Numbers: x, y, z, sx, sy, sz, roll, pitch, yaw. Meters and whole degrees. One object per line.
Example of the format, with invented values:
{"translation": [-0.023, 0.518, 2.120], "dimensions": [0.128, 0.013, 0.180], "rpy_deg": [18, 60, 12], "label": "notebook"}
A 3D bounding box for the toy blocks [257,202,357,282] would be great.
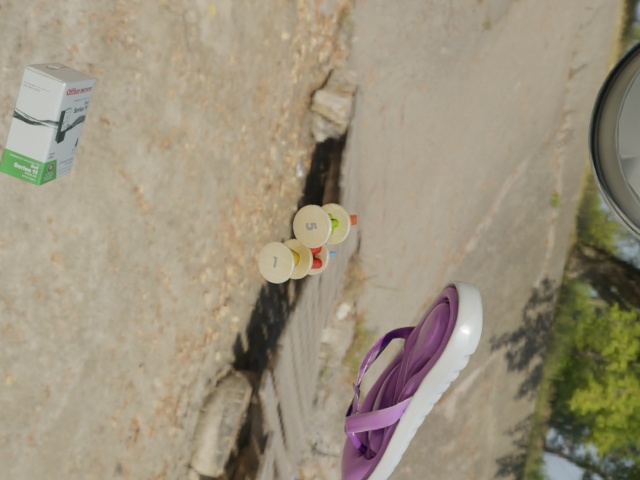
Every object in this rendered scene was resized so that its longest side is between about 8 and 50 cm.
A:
{"translation": [0.000, 0.000, 1.072], "dimensions": [0.123, 0.054, 0.148], "rpy_deg": [-44, 165, 23], "label": "toy blocks"}

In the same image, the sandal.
{"translation": [0.097, 0.203, 1.189], "dimensions": [0.169, 0.102, 0.416], "rpy_deg": [-86, -161, -55], "label": "sandal"}

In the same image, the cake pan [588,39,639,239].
{"translation": [0.463, -0.119, 0.952], "dimensions": [0.054, 0.293, 0.293], "rpy_deg": [-27, 125, -84], "label": "cake pan"}

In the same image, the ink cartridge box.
{"translation": [-0.521, -0.226, 1.585], "dimensions": [0.153, 0.086, 0.208], "rpy_deg": [-63, 174, -73], "label": "ink cartridge box"}
